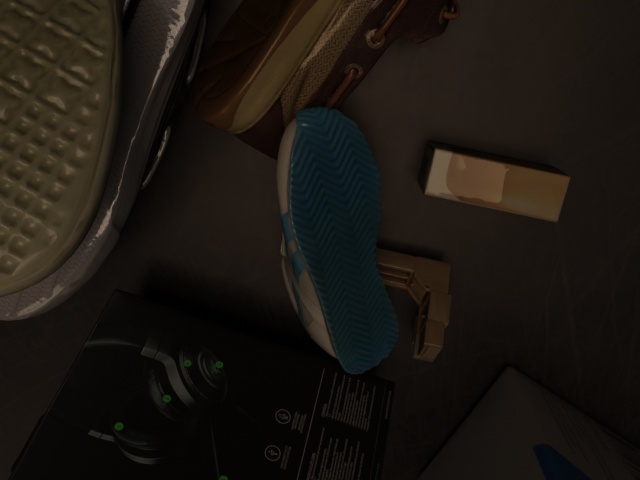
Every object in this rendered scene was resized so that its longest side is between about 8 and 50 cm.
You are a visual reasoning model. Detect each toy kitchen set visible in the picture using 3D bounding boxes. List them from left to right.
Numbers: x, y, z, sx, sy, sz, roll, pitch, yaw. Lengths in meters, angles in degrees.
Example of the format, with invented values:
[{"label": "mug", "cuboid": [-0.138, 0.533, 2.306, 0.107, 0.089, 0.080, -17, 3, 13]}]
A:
[{"label": "toy kitchen set", "cuboid": [0.071, 0.065, 0.630, 0.075, 0.083, 0.068, 13, 147, -1]}]

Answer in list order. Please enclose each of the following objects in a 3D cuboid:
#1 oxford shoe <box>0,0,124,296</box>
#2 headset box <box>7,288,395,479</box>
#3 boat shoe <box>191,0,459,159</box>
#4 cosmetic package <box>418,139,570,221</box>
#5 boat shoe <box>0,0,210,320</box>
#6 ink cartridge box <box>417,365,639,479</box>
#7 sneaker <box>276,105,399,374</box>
[{"label": "oxford shoe", "cuboid": [-0.231, -0.172, 0.467, 0.169, 0.130, 0.450, -11, 72, -20]}, {"label": "headset box", "cuboid": [-0.105, 0.201, 0.566, 0.283, 0.246, 0.131, 19, 135, -4]}, {"label": "boat shoe", "cuboid": [0.047, -0.204, 0.544, 0.123, 0.123, 0.342, 32, 103, -37]}, {"label": "cosmetic package", "cuboid": [0.145, -0.052, 0.596, 0.115, 0.060, 0.041, 11, 105, -2]}, {"label": "boat shoe", "cuboid": [-0.171, -0.084, 0.568, 0.121, 0.119, 0.335, 33, 99, 4]}, {"label": "ink cartridge box", "cuboid": [0.293, 0.322, 0.574, 0.394, 0.285, 0.166, 32, 106, -6]}, {"label": "sneaker", "cuboid": [0.000, 0.000, 0.580, 0.087, 0.092, 0.229, -22, 119, -25]}]
